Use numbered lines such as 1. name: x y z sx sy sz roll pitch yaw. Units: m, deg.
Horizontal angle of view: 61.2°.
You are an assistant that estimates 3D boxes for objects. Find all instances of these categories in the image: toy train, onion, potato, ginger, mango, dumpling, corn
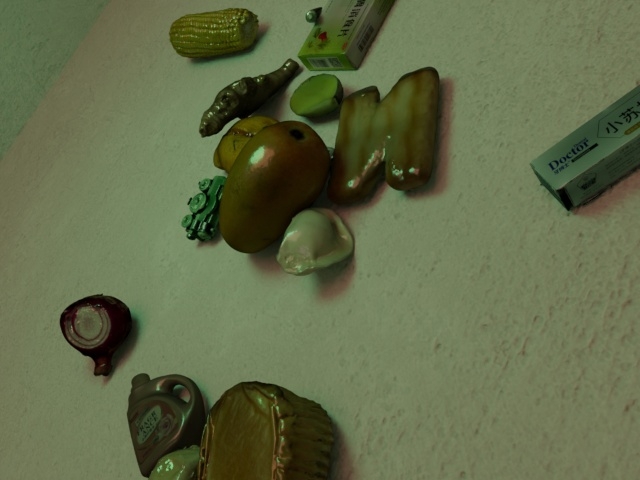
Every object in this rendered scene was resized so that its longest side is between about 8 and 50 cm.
1. toy train: -0.273 -0.079 1.345 0.104 0.071 0.178 10 70 38
2. onion: -0.539 0.229 1.336 0.173 0.135 0.199 -8 97 15
3. potato: -0.001 -0.338 1.289 0.197 0.054 0.120 6 66 53
4. ginger: -0.194 -0.368 1.395 0.166 0.080 0.333 -37 8 48
5. mango: -0.171 -0.224 1.318 0.294 0.120 0.177 19 74 44
6. mango: -0.107 -0.102 1.131 0.173 0.211 0.317 39 110 15
7. dumpling: 0.001 -0.002 1.061 0.133 0.169 0.100 16 115 14
8. corn: -0.347 -0.656 1.727 0.387 0.144 0.144 16 74 40

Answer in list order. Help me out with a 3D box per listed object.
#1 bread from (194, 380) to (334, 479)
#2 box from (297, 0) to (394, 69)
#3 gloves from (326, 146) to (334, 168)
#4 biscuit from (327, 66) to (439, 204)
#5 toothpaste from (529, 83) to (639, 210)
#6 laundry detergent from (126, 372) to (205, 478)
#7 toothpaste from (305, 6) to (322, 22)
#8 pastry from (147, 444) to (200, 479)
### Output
1. bread: -0.091 0.363 0.871 0.227 0.142 0.254 -10 60 32
2. box: 0.070 -0.556 1.380 0.175 0.062 0.261 16 73 44
3. gloves: 0.007 -0.183 1.219 0.086 0.026 0.064 -17 52 36
4. biscuit: 0.131 -0.214 1.113 0.236 0.062 0.291 -12 55 34
5. toothpaste: 0.477 -0.170 0.809 0.312 0.071 0.089 -37 42 15
6. laundry detergent: -0.318 0.343 1.110 0.171 0.076 0.237 -44 43 6
7. toothpaste: -0.019 -0.605 1.453 0.048 0.029 0.197 -40 16 20
8. pastry: -0.238 0.438 0.931 0.088 0.166 0.166 4 65 26
